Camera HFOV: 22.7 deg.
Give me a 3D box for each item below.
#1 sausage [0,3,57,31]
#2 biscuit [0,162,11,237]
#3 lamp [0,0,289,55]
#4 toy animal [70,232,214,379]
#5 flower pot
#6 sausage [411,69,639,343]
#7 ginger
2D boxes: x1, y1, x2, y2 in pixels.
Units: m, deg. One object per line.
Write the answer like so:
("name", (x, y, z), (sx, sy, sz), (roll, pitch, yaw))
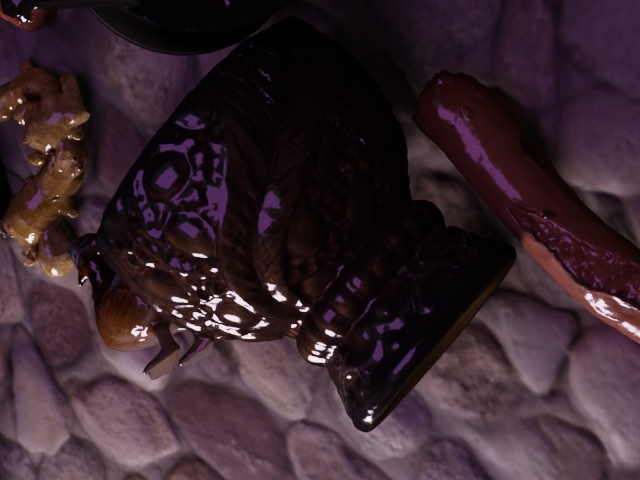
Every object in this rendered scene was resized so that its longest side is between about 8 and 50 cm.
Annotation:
("sausage", (-0.331, -0.267, 1.553), (0.169, 0.065, 0.065), (32, 119, 22))
("biscuit", (-0.389, -0.113, 1.606), (0.070, 0.106, 0.252), (-12, 96, 32))
("lamp", (-0.116, -0.253, 1.268), (0.272, 0.374, 0.205), (-4, 94, 62))
("toy animal", (-0.164, 0.032, 1.509), (0.179, 0.089, 0.188), (53, 127, 23))
("flower pot", (0.000, 0.000, 1.292), (0.267, 0.266, 0.266), (40, 122, 7))
("sausage", (0.185, -0.019, 1.255), (0.304, 0.078, 0.078), (48, 124, 14))
("ginger", (-0.274, -0.077, 1.569), (0.176, 0.052, 0.193), (-43, 76, 40))
